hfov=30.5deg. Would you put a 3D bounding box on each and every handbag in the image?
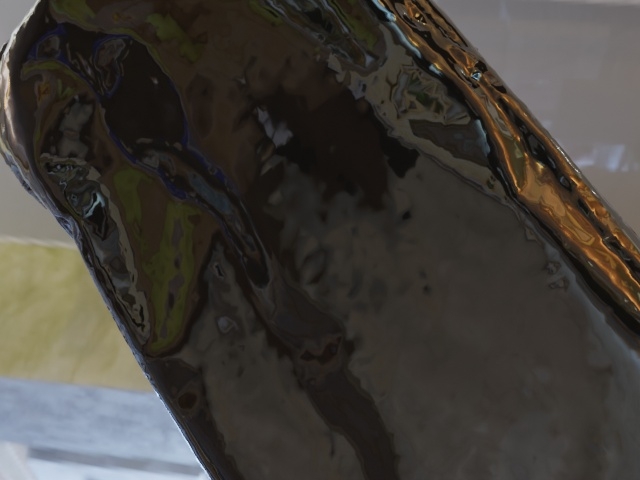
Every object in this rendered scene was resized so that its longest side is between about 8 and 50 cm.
[{"bbox_3d":[-0.002,-0.002,0.422,0.191,0.332,0.075,-45,-17,33],"label":"handbag"}]
